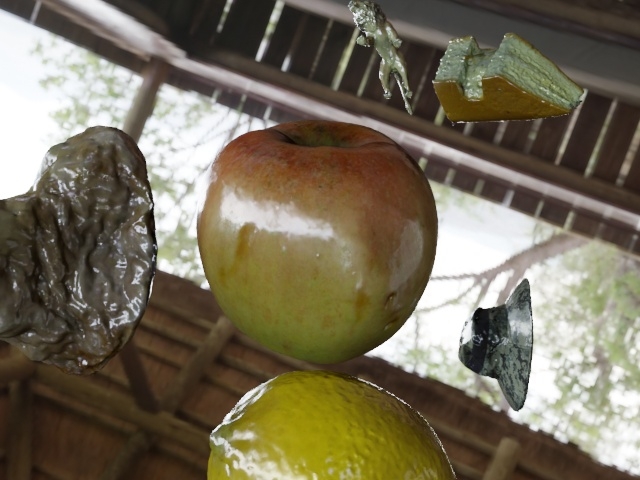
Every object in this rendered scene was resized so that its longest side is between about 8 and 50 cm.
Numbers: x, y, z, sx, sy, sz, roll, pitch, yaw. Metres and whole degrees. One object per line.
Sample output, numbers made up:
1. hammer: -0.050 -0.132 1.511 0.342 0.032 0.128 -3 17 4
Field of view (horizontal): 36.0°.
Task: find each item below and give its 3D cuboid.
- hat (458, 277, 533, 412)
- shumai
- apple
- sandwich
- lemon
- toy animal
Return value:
1. hat: 0.340 0.198 1.941 0.129 0.265 0.265 7 -177 -1
2. shumai: -0.375 0.017 1.296 0.283 0.345 0.217 0 -163 -25
3. apple: 0.000 0.000 1.367 0.339 0.304 0.338 1 -159 -1
4. sandwich: 0.321 -0.273 1.690 0.236 0.122 0.128 3 137 36
5. lemon: 0.018 0.270 1.081 0.320 0.245 0.245 30 179 -25
6. toy animal: 0.110 -0.309 1.630 0.069 0.219 0.086 -21 178 13
